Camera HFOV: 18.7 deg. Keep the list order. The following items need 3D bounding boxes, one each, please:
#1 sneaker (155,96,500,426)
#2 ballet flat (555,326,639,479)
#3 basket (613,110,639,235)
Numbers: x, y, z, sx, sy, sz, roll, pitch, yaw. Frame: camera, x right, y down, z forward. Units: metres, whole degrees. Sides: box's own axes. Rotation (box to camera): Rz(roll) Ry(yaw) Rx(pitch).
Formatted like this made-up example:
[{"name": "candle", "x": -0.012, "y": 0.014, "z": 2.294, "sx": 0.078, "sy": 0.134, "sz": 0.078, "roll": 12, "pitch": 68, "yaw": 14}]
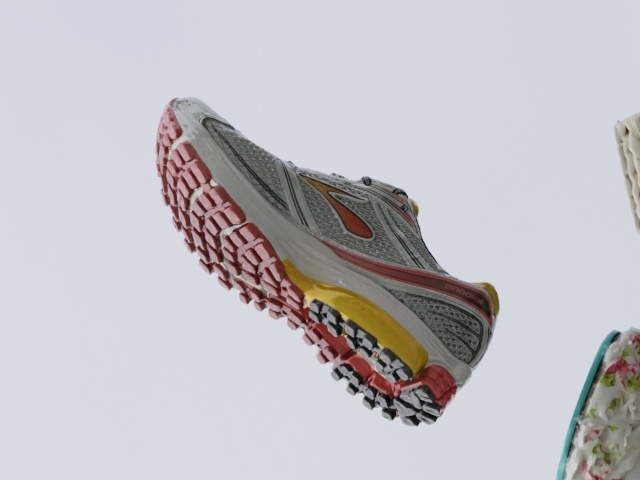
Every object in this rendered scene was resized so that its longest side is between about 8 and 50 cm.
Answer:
[{"name": "sneaker", "x": 0.000, "y": 0.000, "z": 1.064, "sx": 0.225, "sy": 0.088, "sz": 0.093, "roll": 42, "pitch": -117, "yaw": 6}, {"name": "ballet flat", "x": 0.159, "y": 0.170, "z": 1.088, "sx": 0.091, "sy": 0.077, "sz": 0.241, "roll": -3, "pitch": -66, "yaw": -64}, {"name": "basket", "x": 0.321, "y": -0.050, "z": 1.543, "sx": 0.167, "sy": 0.103, "sz": 0.113, "roll": 13, "pitch": -119, "yaw": -49}]
